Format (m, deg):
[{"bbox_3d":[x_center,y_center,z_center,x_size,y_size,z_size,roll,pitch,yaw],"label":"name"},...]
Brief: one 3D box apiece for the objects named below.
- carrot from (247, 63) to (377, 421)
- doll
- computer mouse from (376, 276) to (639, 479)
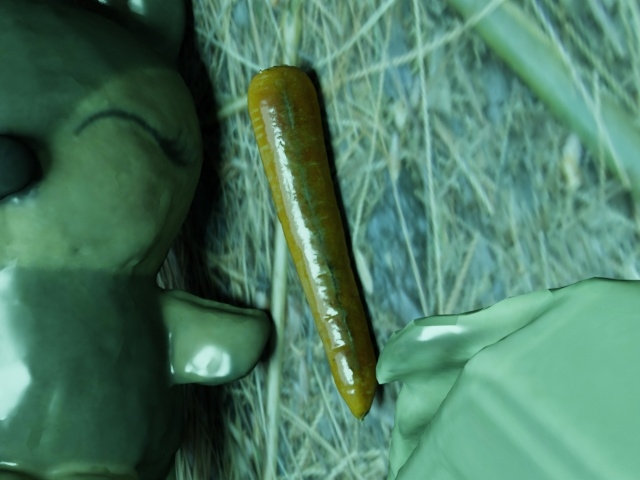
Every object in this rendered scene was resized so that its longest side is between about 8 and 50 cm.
[{"bbox_3d":[0.000,0.000,0.739,0.037,0.037,0.190,-28,76,61],"label":"carrot"},{"bbox_3d":[-0.205,0.001,0.909,0.378,0.252,0.383,-18,75,62],"label":"doll"},{"bbox_3d":[0.107,0.153,0.461,0.228,0.145,0.429,58,157,26],"label":"computer mouse"}]
